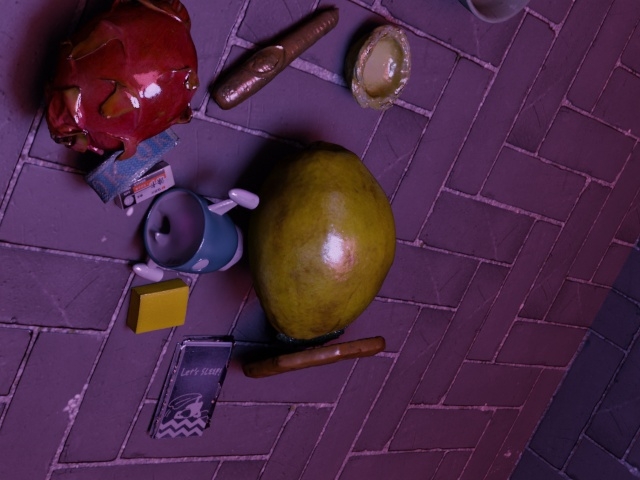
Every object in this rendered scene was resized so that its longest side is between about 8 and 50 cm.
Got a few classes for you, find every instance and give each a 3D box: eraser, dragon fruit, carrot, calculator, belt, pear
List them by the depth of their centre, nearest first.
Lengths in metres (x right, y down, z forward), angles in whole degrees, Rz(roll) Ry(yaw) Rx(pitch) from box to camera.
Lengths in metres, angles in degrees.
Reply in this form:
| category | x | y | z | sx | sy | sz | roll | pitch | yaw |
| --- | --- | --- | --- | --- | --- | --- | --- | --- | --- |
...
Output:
| category | x | y | z | sx | sy | sz | roll | pitch | yaw |
| --- | --- | --- | --- | --- | --- | --- | --- | --- | --- |
| dragon fruit | -0.326 | -0.283 | 1.671 | 0.315 | 0.250 | 0.250 | -42 | 141 | -39 |
| belt | -0.358 | -0.147 | 1.796 | 0.082 | 0.147 | 0.163 | 52 | 43 | -12 |
| eraser | -0.347 | -0.109 | 1.912 | 0.122 | 0.029 | 0.052 | -30 | 134 | -27 |
| carrot | -0.080 | -0.376 | 1.961 | 0.342 | 0.070 | 0.070 | -40 | 138 | -18 |
| eraser | -0.346 | 0.139 | 2.072 | 0.122 | 0.045 | 0.097 | -10 | 123 | -38 |
| pear | 0.000 | 0.000 | 2.073 | 0.351 | 0.352 | 0.414 | -5 | 108 | -42 |
| calculator | -0.298 | 0.345 | 2.273 | 0.165 | 0.028 | 0.274 | 6 | 110 | -42 |

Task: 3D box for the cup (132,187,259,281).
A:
| category | x | y | z | sx | sy | sz | roll | pitch | yaw |
| --- | --- | --- | --- | --- | --- | --- | --- | --- | --- |
| cup | -0.246 | -0.007 | 1.985 | 0.299 | 0.168 | 0.173 | -36 | 153 | 19 |

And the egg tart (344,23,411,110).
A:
| category | x | y | z | sx | sy | sz | roll | pitch | yaw |
| --- | --- | --- | --- | --- | --- | --- | --- | --- | --- |
| egg tart | 0.124 | -0.385 | 2.138 | 0.197 | 0.078 | 0.197 | -25 | 131 | -33 |

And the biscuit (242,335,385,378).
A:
| category | x | y | z | sx | sy | sz | roll | pitch | yaw |
| --- | --- | --- | --- | --- | --- | --- | --- | --- | --- |
| biscuit | -0.011 | 0.278 | 2.309 | 0.359 | 0.359 | 0.046 | -6 | 82 | -41 |

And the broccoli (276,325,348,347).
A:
| category | x | y | z | sx | sy | sz | roll | pitch | yaw |
| --- | --- | --- | --- | --- | --- | --- | --- | --- | --- |
| broccoli | 0.000 | 0.155 | 2.319 | 0.198 | 0.176 | 0.226 | 127 | -18 | -81 |

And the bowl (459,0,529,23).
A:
| category | x | y | z | sx | sy | sz | roll | pitch | yaw |
| --- | --- | --- | --- | --- | --- | --- | --- | --- | --- |
| bowl | 0.368 | -0.638 | 2.146 | 0.289 | 0.146 | 0.289 | -24 | 130 | -32 |
